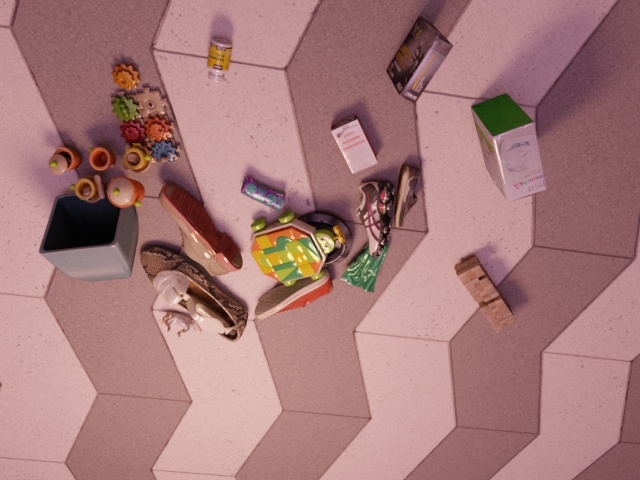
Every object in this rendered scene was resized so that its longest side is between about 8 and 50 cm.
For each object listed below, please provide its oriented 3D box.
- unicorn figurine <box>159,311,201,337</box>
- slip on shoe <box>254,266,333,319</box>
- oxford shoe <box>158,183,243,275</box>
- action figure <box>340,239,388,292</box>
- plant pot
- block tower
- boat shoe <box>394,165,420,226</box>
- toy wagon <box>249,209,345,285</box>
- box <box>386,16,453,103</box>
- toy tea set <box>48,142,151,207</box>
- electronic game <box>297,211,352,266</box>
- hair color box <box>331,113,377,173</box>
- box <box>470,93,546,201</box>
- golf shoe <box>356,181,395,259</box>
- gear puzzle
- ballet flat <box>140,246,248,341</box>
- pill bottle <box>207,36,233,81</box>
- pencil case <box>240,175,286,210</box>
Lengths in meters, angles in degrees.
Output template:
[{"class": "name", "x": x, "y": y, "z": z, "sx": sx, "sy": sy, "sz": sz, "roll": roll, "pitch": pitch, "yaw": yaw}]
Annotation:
[{"class": "unicorn figurine", "x": -0.532, "y": 0.324, "z": 2.188, "sx": 0.162, "sy": 0.111, "sz": 0.060, "roll": 42, "pitch": 124, "yaw": -8}, {"class": "slip on shoe", "x": -0.099, "y": 0.215, "z": 2.115, "sx": 0.331, "sy": 0.123, "sz": 0.101, "roll": -28, "pitch": 123, "yaw": 10}, {"class": "oxford shoe", "x": -0.439, "y": -0.016, "z": 1.948, "sx": 0.147, "sy": 0.140, "sz": 0.397, "roll": -25, "pitch": 118, "yaw": 22}, {"class": "action figure", "x": 0.181, "y": 0.066, "z": 2.055, "sx": 0.137, "sy": 0.063, "sz": 0.232, "roll": 21, "pitch": 112, "yaw": -12}, {"class": "plant pot", "x": -0.740, "y": 0.006, "z": 1.901, "sx": 0.248, "sy": 0.247, "sz": 0.252, "roll": -6, "pitch": 143, "yaw": 2}, {"class": "block tower", "x": 0.623, "y": 0.200, "z": 2.132, "sx": 0.097, "sy": 0.091, "sz": 0.335, "roll": -29, "pitch": 119, "yaw": 17}, {"class": "boat shoe", "x": 0.294, "y": -0.144, "z": 1.915, "sx": 0.073, "sy": 0.080, "sz": 0.223, "roll": 5, "pitch": 118, "yaw": 2}, {"class": "toy wagon", "x": -0.081, "y": 0.025, "z": 1.971, "sx": 0.344, "sy": 0.068, "sz": 0.267, "roll": -15, "pitch": 117, "yaw": 28}, {"class": "box", "x": 0.272, "y": -0.511, "z": 1.594, "sx": 0.056, "sy": 0.231, "sz": 0.183, "roll": 22, "pitch": 120, "yaw": -18}, {"class": "toy tea set", "x": -0.698, "y": -0.206, "z": 1.770, "sx": 0.336, "sy": 0.124, "sz": 0.200, "roll": 2, "pitch": 96, "yaw": 10}, {"class": "electronic game", "x": 0.000, "y": 0.000, "z": 2.017, "sx": 0.229, "sy": 0.048, "sz": 0.229, "roll": 4, "pitch": 124, "yaw": 6}, {"class": "hair color box", "x": 0.110, "y": -0.310, "z": 1.822, "sx": 0.093, "sy": 0.053, "sz": 0.167, "roll": -22, "pitch": 121, "yaw": 13}, {"class": "box", "x": 0.567, "y": -0.284, "z": 1.726, "sx": 0.127, "sy": 0.262, "sz": 0.231, "roll": -19, "pitch": 120, "yaw": 10}, {"class": "golf shoe", "x": 0.184, "y": -0.072, "z": 1.947, "sx": 0.120, "sy": 0.105, "sz": 0.272, "roll": 11, "pitch": 109, "yaw": 19}, {"class": "gear puzzle", "x": -0.556, "y": -0.385, "z": 1.763, "sx": 0.176, "sy": 0.044, "sz": 0.338, "roll": -7, "pitch": 122, "yaw": 3}, {"class": "ballet flat", "x": -0.457, "y": 0.210, "z": 2.061, "sx": 0.164, "sy": 0.182, "sz": 0.483, "roll": -39, "pitch": 115, "yaw": 22}, {"class": "pill bottle", "x": -0.299, "y": -0.531, "z": 1.666, "sx": 0.065, "sy": 0.065, "sz": 0.116, "roll": 12, "pitch": 122, "yaw": -8}, {"class": "pencil case", "x": -0.192, "y": -0.158, "z": 1.903, "sx": 0.152, "sy": 0.064, "sz": 0.070, "roll": 24, "pitch": 134, "yaw": -16}]
